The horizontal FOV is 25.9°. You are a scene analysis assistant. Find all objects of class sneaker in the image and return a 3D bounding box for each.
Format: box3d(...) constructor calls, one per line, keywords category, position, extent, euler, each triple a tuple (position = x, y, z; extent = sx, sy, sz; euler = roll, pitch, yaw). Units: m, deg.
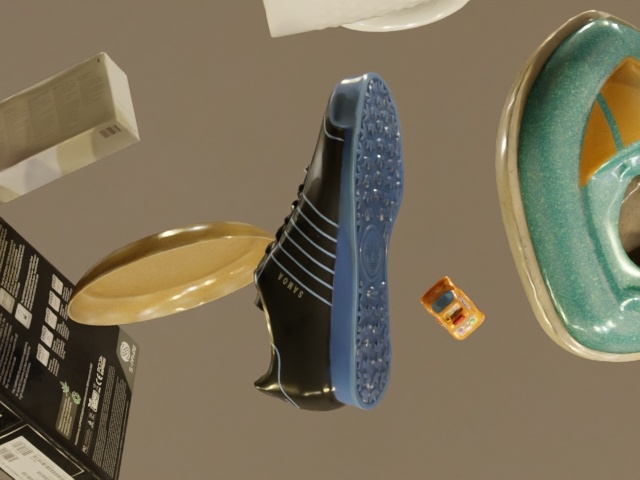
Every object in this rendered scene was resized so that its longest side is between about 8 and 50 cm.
box3d(category="sneaker", position=(0.000, 0.000, 0.954), extent=(0.090, 0.081, 0.232), euler=(0, -99, 29))

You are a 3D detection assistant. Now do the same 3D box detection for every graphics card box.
box3d(category="graphics card box", position=(-0.355, 0.104, 1.521), extent=(0.094, 0.371, 0.233), euler=(-27, -144, 22))

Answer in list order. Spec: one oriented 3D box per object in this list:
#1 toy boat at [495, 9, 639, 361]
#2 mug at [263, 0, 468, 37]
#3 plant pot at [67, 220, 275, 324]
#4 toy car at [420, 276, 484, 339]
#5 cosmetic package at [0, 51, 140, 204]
box3d(category="toy boat", position=(0.289, -0.058, 1.071), extent=(0.148, 0.318, 0.267), euler=(171, -94, -68))
box3d(category="mug", position=(0.081, -0.367, 1.570), extent=(0.328, 0.374, 0.276), euler=(-12, -121, 0))
box3d(category="plant pot", position=(-0.156, 0.032, 1.474), extent=(0.236, 0.236, 0.032), euler=(-26, -108, 25))
box3d(category="toy car", position=(0.085, 0.080, 1.234), extent=(0.122, 0.060, 0.040), euler=(-26, -166, 3))
box3d(category="cosmetic package", position=(-0.327, -0.115, 1.581), extent=(0.239, 0.060, 0.099), euler=(-23, -119, 13))
